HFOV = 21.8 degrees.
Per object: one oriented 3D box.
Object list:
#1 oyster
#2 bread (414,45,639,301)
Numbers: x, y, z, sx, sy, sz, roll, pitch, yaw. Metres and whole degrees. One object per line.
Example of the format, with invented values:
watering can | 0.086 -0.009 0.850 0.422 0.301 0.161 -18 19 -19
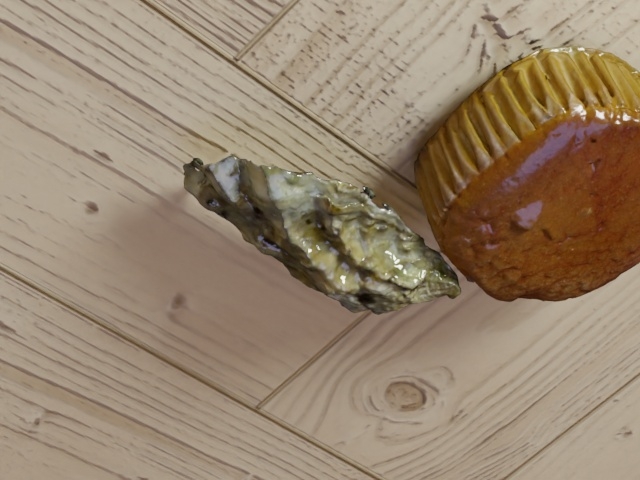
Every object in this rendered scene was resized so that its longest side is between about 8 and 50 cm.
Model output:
oyster | -0.009 -0.001 1.223 0.133 0.072 0.209 -7 152 46
bread | 0.174 -0.041 1.233 0.199 0.104 0.199 -7 132 -8
